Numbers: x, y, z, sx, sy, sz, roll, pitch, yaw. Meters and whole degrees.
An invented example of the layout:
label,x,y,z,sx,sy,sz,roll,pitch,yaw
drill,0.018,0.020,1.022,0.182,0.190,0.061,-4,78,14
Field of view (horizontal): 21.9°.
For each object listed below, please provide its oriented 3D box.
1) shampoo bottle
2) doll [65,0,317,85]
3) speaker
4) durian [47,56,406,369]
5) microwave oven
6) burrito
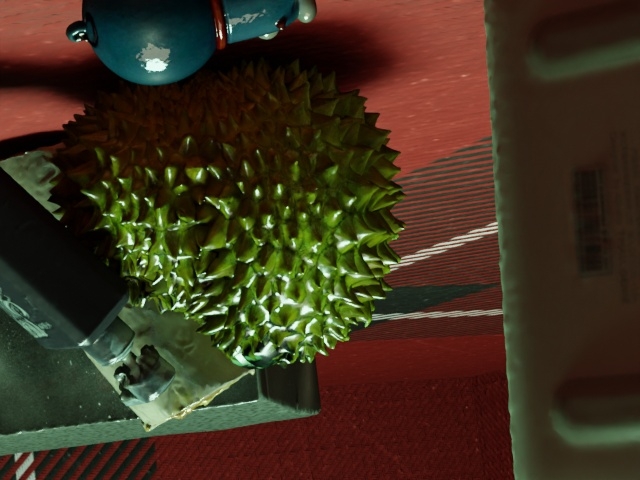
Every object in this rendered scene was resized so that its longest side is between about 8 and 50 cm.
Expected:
label,x,y,z,sx,sy,sz,roll,pitch,yaw
shampoo bottle,-0.225,0.006,1.210,0.309,0.071,0.098,44,154,-17
doll,-0.078,-0.142,0.989,0.152,0.085,0.114,-16,156,-7
speaker,0.223,-0.006,1.030,0.184,0.406,0.183,-9,170,34
durian,-0.055,-0.030,1.276,0.291,0.224,0.291,29,167,7
microwave oven,-0.245,0.087,1.708,0.432,0.236,0.374,-8,171,10
burrito,-0.182,0.023,1.431,0.143,0.299,0.105,-39,176,16
